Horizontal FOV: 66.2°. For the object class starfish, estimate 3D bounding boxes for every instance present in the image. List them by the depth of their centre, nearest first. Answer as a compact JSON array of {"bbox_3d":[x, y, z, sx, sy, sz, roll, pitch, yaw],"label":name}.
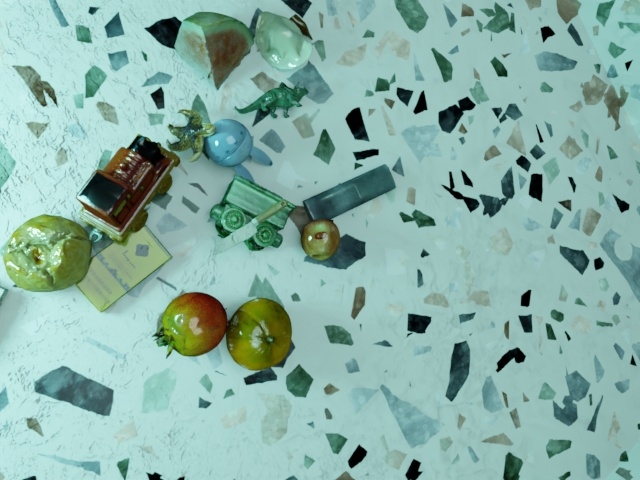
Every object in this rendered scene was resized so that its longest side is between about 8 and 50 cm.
[{"bbox_3d":[-0.418,-0.339,1.592,0.071,0.238,0.216,16,70,-48],"label":"starfish"}]

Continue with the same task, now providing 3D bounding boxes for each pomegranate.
[{"bbox_3d":[-0.406,0.270,1.546,0.235,0.210,0.210,-32,97,-27],"label":"pomegranate"}]

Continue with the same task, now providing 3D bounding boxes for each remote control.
[{"bbox_3d":[0.115,-0.175,1.864,0.377,0.044,0.107,-27,99,-20],"label":"remote control"}]

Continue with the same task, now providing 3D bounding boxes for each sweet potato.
[{"bbox_3d":[-0.070,-0.799,1.848,0.117,0.049,0.049,40,73,-24],"label":"sweet potato"}]

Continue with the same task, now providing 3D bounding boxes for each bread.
[{"bbox_3d":[-0.802,0.033,1.437,0.244,0.134,0.245,2,77,-9],"label":"bread"}]

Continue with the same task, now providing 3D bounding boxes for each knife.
[{"bbox_3d":[-0.220,-0.041,1.583,0.297,0.017,0.047,-35,103,-20],"label":"knife"}]

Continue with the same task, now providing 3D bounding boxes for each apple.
[{"bbox_3d":[0.000,0.000,1.752,0.146,0.146,0.131,2,70,-21],"label":"apple"}]

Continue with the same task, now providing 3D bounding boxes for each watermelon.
[{"bbox_3d":[-0.355,-0.663,1.660,0.193,0.231,0.310,41,28,-11],"label":"watermelon"}]

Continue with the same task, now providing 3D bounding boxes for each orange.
[{"bbox_3d":[-0.198,0.312,1.630,0.239,0.171,0.241,3,84,-30],"label":"orange"}]

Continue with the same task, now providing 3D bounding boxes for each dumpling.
[{"bbox_3d":[-0.148,-0.721,1.780,0.215,0.126,0.167,33,102,-24],"label":"dumpling"}]

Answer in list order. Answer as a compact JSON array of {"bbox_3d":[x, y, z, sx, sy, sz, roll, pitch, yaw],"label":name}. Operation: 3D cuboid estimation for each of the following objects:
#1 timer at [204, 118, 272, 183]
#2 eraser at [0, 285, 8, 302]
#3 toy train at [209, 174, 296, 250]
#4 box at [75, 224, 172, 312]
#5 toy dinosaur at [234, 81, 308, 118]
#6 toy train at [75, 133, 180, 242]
[{"bbox_3d":[-0.294,-0.308,1.684,0.175,0.255,0.176,-6,67,15],"label":"timer"},{"bbox_3d":[-1.007,0.209,1.394,0.124,0.068,0.210,29,76,-16],"label":"eraser"},{"bbox_3d":[-0.234,-0.080,1.670,0.265,0.145,0.202,27,74,-17],"label":"toy train"},{"bbox_3d":[-0.631,0.082,1.560,0.279,0.041,0.153,-41,98,-19],"label":"box"},{"bbox_3d":[-0.165,-0.488,1.767,0.292,0.079,0.120,-37,93,-22],"label":"toy dinosaur"},{"bbox_3d":[-0.589,-0.159,1.481,0.163,0.232,0.369,30,74,0],"label":"toy train"}]
